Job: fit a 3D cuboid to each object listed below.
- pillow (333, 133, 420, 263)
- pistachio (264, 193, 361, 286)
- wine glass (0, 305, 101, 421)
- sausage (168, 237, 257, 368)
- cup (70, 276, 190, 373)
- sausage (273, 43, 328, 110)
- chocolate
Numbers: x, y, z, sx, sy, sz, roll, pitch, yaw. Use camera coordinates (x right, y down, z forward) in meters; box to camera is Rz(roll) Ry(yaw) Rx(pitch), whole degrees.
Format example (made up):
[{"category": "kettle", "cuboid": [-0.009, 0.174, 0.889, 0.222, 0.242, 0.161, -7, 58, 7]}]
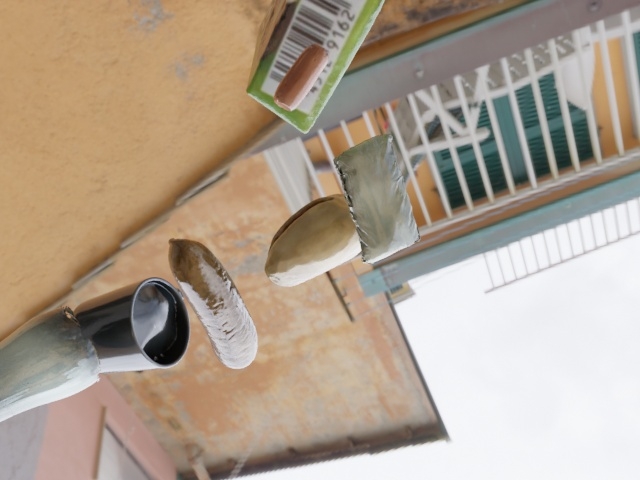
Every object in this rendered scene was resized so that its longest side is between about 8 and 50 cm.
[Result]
[{"category": "pillow", "cuboid": [0.107, -0.076, 1.286, 0.128, 0.229, 0.051, -22, -164, -15]}, {"category": "pistachio", "cuboid": [0.000, 0.000, 1.700, 0.299, 0.187, 0.187, -35, -151, 15]}, {"category": "wine glass", "cuboid": [-0.243, 0.108, 0.488, 0.072, 0.072, 0.155, 10, -152, 44]}, {"category": "sausage", "cuboid": [-0.256, 0.172, 1.729, 0.136, 0.501, 0.123, 22, -122, 30]}, {"category": "cup", "cuboid": [-0.164, 0.073, 0.607, 0.077, 0.078, 0.100, -14, -163, 25]}, {"category": "sausage", "cuboid": [-0.022, -0.188, 0.789, 0.083, 0.034, 0.034, -55, -147, 4]}, {"category": "chocolate", "cuboid": [-0.008, -0.385, 1.144, 0.301, 0.137, 0.289, -56, -160, 38]}]
